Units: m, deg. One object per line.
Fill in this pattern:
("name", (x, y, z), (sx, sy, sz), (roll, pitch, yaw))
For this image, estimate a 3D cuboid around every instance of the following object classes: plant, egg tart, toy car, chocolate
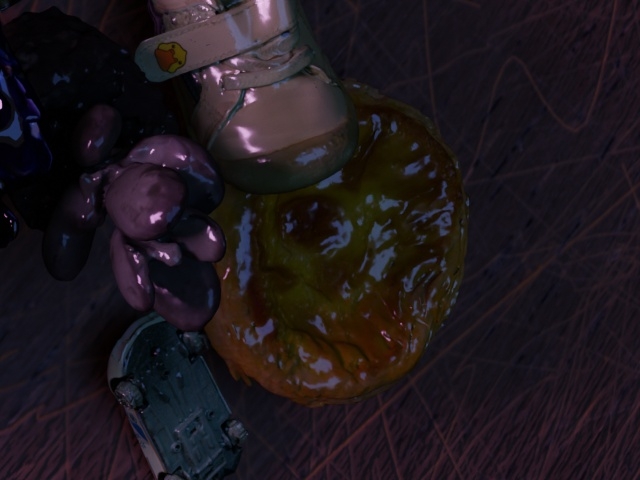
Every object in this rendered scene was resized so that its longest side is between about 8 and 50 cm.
("plant", (-0.164, -0.054, 1.204), (0.149, 0.274, 0.146), (-40, 143, -3))
("egg tart", (0.000, 0.000, 1.430), (0.294, 0.116, 0.295), (-4, 97, -36))
("toy car", (-0.124, 0.137, 1.380), (0.093, 0.058, 0.186), (-41, 127, -28))
("chocolate", (-0.262, -0.155, 1.135), (0.148, 0.126, 0.343), (-15, 71, -21))

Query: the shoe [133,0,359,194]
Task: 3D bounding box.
("shoe", (-0.072, -0.155, 1.312), (0.140, 0.262, 0.128), (-25, 151, 4))
